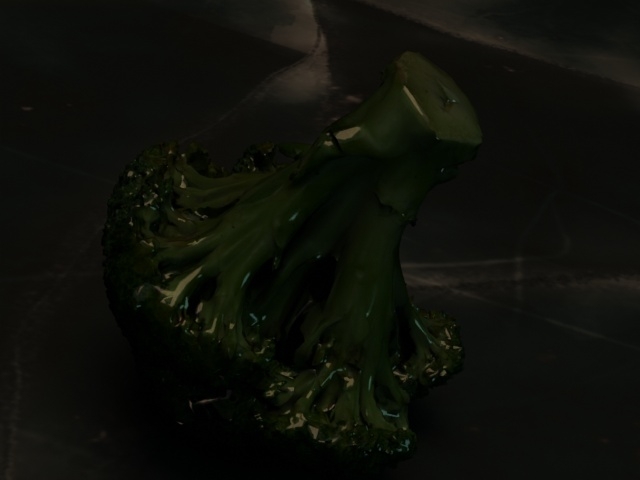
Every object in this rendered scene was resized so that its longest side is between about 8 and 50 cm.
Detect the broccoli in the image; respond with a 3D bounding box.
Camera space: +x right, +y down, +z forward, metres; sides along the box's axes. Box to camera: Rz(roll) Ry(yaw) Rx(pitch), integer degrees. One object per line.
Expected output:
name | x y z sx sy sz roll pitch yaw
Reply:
broccoli | 0.000 0.000 1.126 0.254 0.269 0.269 31 23 -16
